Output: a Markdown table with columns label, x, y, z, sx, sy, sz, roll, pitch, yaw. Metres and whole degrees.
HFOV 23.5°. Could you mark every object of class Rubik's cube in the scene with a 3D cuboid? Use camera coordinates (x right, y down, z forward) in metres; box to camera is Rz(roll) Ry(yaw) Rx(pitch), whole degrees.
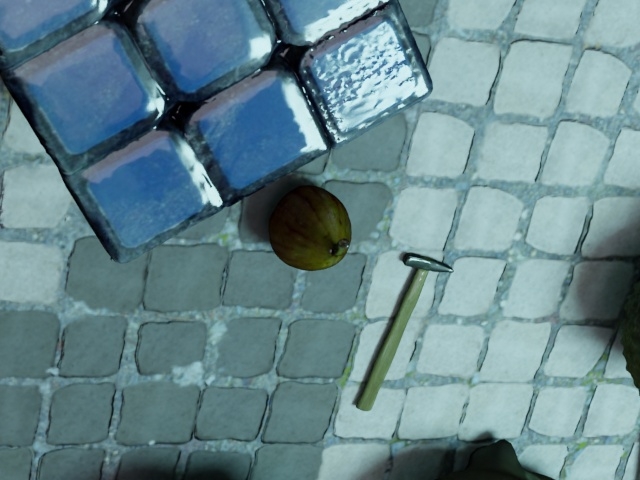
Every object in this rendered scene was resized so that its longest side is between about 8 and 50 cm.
| label | x | y | z | sx | sy | sz | roll | pitch | yaw |
| --- | --- | --- | --- | --- | --- | --- | --- | --- | --- |
| Rubik's cube | -0.130 | -0.222 | 1.250 | 0.305 | 0.304 | 0.301 | -30 | 125 | -5 |

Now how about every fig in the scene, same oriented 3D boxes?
| label | x | y | z | sx | sy | sz | roll | pitch | yaw |
| --- | --- | --- | --- | --- | --- | --- | --- | --- | --- |
| fig | 0.000 | 0.000 | 1.537 | 0.088 | 0.125 | 0.089 | -9 | 117 | -19 |

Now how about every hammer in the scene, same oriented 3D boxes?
| label | x | y | z | sx | sy | sz | roll | pitch | yaw |
| --- | --- | --- | --- | --- | --- | --- | --- | --- | --- |
| hammer | 0.086 | 0.106 | 1.700 | 0.062 | 0.013 | 0.199 | 11 | 114 | -26 |

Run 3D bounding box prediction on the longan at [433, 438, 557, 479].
| label | x | y | z | sx | sy | sz | roll | pitch | yaw |
| --- | --- | --- | --- | --- | --- | --- | --- | --- | --- |
| longan | 0.209 | 0.384 | 1.782 | 0.243 | 0.300 | 0.300 | -20 | 137 | 42 |

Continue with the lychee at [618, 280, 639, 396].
| label | x | y | z | sx | sy | sz | roll | pitch | yaw |
| --- | --- | --- | --- | --- | --- | --- | --- | --- | --- |
| lychee | 0.463 | 0.109 | 1.714 | 0.255 | 0.255 | 0.274 | -23 | 139 | -8 |
